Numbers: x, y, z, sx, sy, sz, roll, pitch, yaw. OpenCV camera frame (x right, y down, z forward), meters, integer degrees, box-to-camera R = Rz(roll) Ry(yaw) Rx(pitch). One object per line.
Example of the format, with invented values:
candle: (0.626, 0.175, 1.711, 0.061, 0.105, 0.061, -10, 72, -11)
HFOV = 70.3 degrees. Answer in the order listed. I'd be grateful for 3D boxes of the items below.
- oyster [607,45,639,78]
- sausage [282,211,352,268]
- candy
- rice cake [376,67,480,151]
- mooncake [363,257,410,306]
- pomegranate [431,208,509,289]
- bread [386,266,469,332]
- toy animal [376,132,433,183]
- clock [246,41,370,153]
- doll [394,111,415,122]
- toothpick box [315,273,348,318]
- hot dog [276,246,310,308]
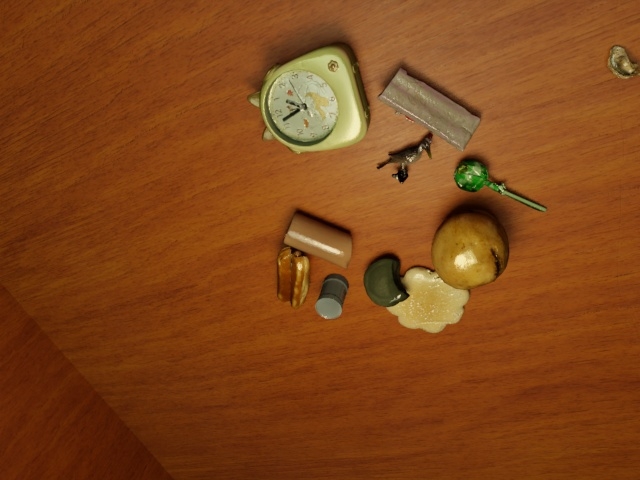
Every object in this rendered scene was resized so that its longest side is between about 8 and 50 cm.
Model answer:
oyster: (0.781, -0.459, 1.176, 0.081, 0.038, 0.083, -6, 94, 7)
sausage: (0.000, 0.000, 1.611, 0.253, 0.123, 0.123, 23, 124, -1)
candy: (0.560, -0.156, 1.401, 0.323, 0.097, 0.097, 22, 125, -10)
rice cake: (0.316, -0.378, 1.309, 0.298, 0.050, 0.106, 31, 92, -5)
mooncake: (0.243, 0.148, 1.619, 0.168, 0.104, 0.175, 13, 93, 41)
pomegranate: (0.465, 0.028, 1.425, 0.260, 0.260, 0.260, 7, 123, 11)
bread: (0.389, 0.226, 1.688, 0.316, 0.054, 0.316, 7, 124, 10)
toy animal: (0.274, -0.257, 1.411, 0.105, 0.070, 0.202, 52, 126, 4)
clock: (-0.041, -0.411, 1.370, 0.348, 0.117, 0.286, -8, 119, 21)
doll: (0.268, -0.379, 1.353, 0.114, 0.039, 0.057, 40, 96, -1)
toothpick box: (0.045, 0.208, 1.708, 0.101, 0.153, 0.101, 7, 123, 11)
hot dog: (-0.100, 0.145, 1.723, 0.135, 0.100, 0.337, 24, 143, 15)
